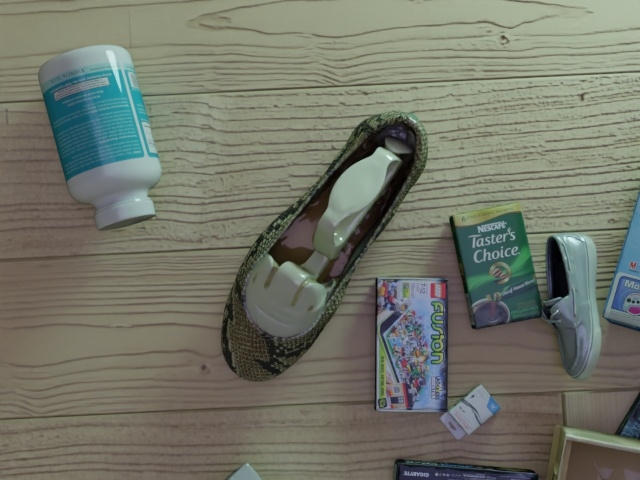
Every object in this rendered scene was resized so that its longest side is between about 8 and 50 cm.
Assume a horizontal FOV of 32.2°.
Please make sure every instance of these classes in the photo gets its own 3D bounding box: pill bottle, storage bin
[{"bbox_3d":[-0.329,-0.153,1.688,0.146,0.146,0.264,-15,86,-1],"label":"pill bottle"},{"bbox_3d":[0.463,0.425,1.644,0.262,0.123,0.260,9,93,3],"label":"storage bin"}]

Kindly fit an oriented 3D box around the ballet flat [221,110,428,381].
[{"bbox_3d":[0.000,0.000,1.660,0.164,0.182,0.483,35,87,1],"label":"ballet flat"}]

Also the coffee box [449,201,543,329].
[{"bbox_3d":[0.273,0.039,1.727,0.113,0.040,0.184,-10,86,-1],"label":"coffee box"}]

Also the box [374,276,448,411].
[{"bbox_3d":[0.141,0.161,1.721,0.114,0.036,0.207,0,86,0],"label":"box"}]

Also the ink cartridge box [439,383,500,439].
[{"bbox_3d":[0.231,0.268,1.718,0.083,0.028,0.048,-40,87,-2],"label":"ink cartridge box"}]

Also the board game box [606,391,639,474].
[{"bbox_3d":[0.542,0.283,1.718,0.126,0.026,0.186,32,87,2],"label":"board game box"}]

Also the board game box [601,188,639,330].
[{"bbox_3d":[0.616,0.017,1.654,0.308,0.086,0.302,16,86,23],"label":"board game box"}]

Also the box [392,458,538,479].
[{"bbox_3d":[0.218,0.432,1.696,0.220,0.051,0.175,4,86,0],"label":"box"}]

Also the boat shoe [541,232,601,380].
[{"bbox_3d":[0.374,0.099,1.696,0.081,0.079,0.228,5,78,-21],"label":"boat shoe"}]

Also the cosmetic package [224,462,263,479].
[{"bbox_3d":[-0.120,0.488,1.625,0.224,0.138,0.225,-42,88,-20],"label":"cosmetic package"}]
